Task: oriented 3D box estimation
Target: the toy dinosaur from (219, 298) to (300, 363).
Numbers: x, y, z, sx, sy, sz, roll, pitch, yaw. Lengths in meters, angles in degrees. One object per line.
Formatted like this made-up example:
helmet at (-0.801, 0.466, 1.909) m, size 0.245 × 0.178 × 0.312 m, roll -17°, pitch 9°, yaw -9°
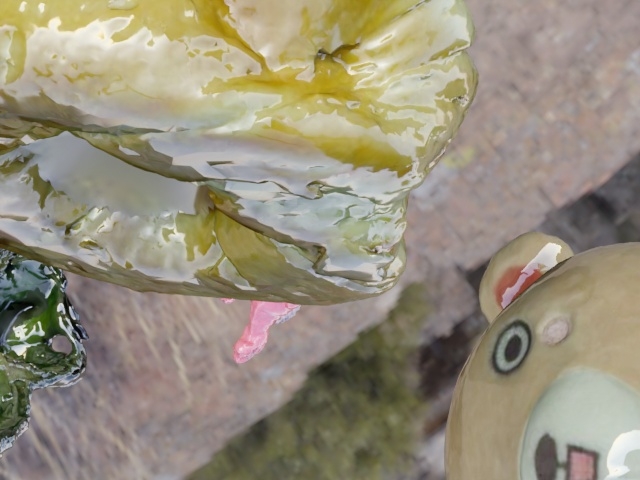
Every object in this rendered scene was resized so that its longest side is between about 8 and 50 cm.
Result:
toy dinosaur at (0.000, 0.005, 1.485) m, size 0.286 × 0.070 × 0.139 m, roll -56°, pitch 157°, yaw -6°

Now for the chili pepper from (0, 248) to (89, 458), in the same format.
chili pepper at (-0.296, 0.111, 1.294) m, size 0.148 × 0.264 × 0.116 m, roll -8°, pitch 133°, yaw 20°

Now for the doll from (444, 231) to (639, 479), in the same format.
doll at (0.194, 0.089, 0.644) m, size 0.174 × 0.235 × 0.330 m, roll -7°, pitch 178°, yaw -42°

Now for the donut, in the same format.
donut at (-0.085, -0.081, 0.806) m, size 0.360 × 0.170 × 0.360 m, roll 11°, pitch 161°, yaw 4°
